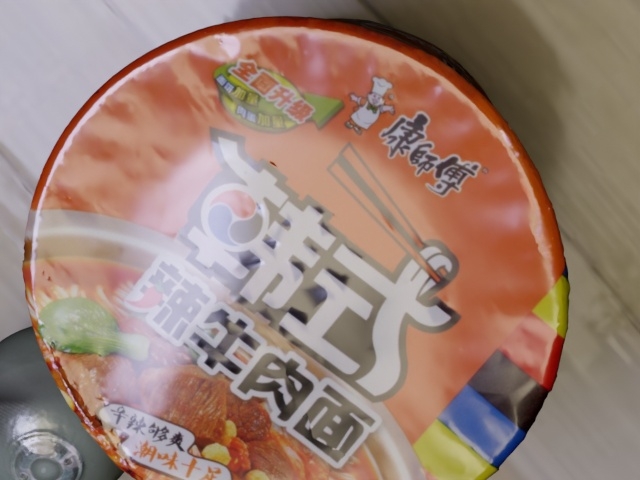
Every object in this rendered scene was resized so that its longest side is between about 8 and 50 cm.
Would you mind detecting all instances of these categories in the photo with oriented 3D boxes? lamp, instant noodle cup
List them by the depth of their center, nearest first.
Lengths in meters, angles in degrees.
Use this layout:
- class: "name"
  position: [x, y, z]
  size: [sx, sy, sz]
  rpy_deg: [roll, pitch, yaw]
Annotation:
- class: "instant noodle cup"
  position: [0.000, 0.000, 0.786]
  size: [0.250, 0.192, 0.250]
  rpy_deg: [2, 106, 8]
- class: "lamp"
  position: [-0.151, 0.099, 0.884]
  size: [0.105, 0.105, 0.105]
  rpy_deg: [2, 106, 8]
